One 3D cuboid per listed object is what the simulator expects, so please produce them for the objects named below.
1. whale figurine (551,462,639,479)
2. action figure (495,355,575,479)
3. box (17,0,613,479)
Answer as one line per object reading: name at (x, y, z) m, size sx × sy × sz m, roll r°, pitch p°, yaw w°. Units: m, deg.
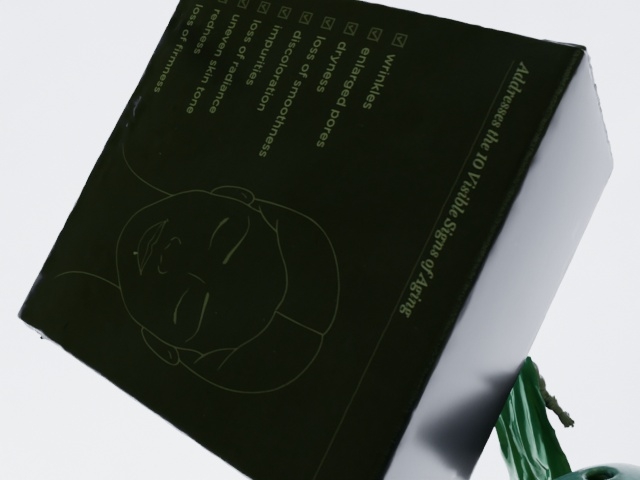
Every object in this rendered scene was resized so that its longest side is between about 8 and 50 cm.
whale figurine at (0.156, 0.226, 0.515) m, size 0.272 × 0.216 × 0.141 m, roll -6°, pitch -85°, yaw 40°
action figure at (0.255, 0.220, 0.882) m, size 0.064 × 0.137 × 0.232 m, roll -12°, pitch -93°, yaw -30°
box at (0.000, 0.000, 0.831) m, size 0.472 × 0.297 × 0.479 m, roll 24°, pitch -94°, yaw 32°
